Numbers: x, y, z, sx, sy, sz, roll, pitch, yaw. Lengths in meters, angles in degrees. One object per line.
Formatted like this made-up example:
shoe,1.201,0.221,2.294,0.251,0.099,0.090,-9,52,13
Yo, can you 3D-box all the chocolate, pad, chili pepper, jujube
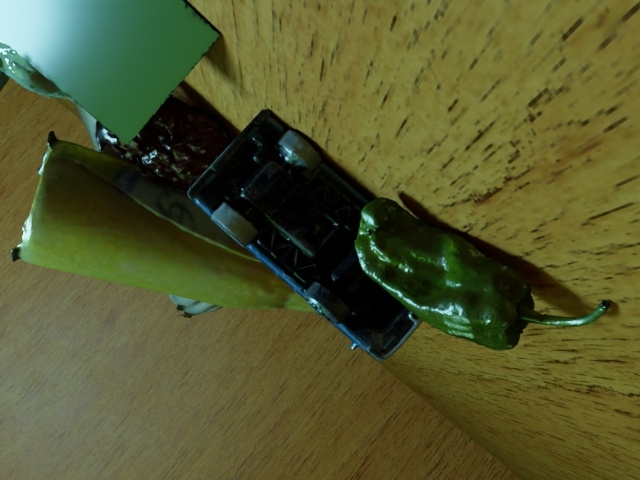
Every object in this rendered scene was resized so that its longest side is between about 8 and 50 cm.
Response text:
chocolate,-0.148,-0.001,0.911,0.445,0.162,0.162,16,179,-17
pad,-0.214,-0.201,0.564,0.245,0.006,0.170,41,134,-15
chili pepper,0.108,0.038,0.532,0.204,0.072,0.073,34,169,37
jujube,-0.174,-0.121,0.822,0.166,0.104,0.104,30,179,-34

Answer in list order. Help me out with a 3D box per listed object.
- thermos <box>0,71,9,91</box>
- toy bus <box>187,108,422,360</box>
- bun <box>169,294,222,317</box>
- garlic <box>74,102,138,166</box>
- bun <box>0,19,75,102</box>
thermos,-0.427,-0.229,0.803,0.176,0.265,0.146,38,172,2
toy bus,0.000,0.000,0.679,0.234,0.116,0.133,41,173,1
bun,-0.178,-0.004,1.266,0.263,0.175,0.263,-11,-90,-81
garlic,-0.302,-0.191,1.004,0.318,0.112,0.143,42,152,33
bun,-0.268,-0.210,0.693,0.212,0.126,0.204,43,173,-31
